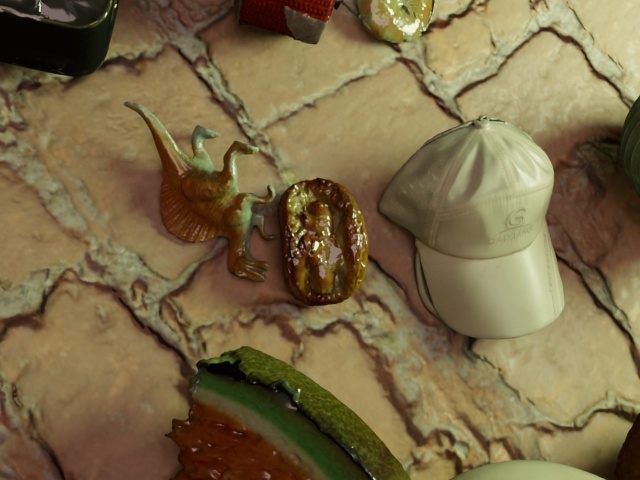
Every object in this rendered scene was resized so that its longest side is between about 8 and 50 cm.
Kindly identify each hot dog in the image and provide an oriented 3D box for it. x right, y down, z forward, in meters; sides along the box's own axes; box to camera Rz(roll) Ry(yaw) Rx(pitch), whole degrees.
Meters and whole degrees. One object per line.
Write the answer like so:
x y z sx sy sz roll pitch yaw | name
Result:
0.001 0.000 0.897 0.099 0.065 0.147 -1 84 -8 | hot dog

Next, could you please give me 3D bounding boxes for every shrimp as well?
0.108 -0.325 0.989 0.099 0.041 0.180 27 75 -12 | shrimp

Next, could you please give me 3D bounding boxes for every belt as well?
-0.021 -0.324 0.907 0.124 0.128 0.200 14 77 -12 | belt

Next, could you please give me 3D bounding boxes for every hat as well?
0.204 -0.009 0.920 0.220 0.164 0.226 -15 65 -16 | hat

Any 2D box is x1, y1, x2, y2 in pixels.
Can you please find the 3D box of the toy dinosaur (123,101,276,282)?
-0.134 -0.053 0.882 0.212 0.057 0.142 22 95 0 | toy dinosaur

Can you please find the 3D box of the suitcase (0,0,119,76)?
-0.384 -0.326 0.768 0.434 0.194 0.283 10 79 -14 | suitcase

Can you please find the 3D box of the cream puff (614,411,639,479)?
0.487 0.279 0.907 0.303 0.212 0.303 2 100 11 | cream puff

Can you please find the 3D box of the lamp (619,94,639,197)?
0.508 -0.111 0.968 0.233 0.265 0.233 -15 109 -52 | lamp

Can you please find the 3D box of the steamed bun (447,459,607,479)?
0.210 0.384 0.746 0.334 0.334 0.374 -31 128 -18 | steamed bun

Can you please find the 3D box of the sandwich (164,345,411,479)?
-0.054 0.285 0.797 0.250 0.162 0.301 29 91 22 | sandwich
